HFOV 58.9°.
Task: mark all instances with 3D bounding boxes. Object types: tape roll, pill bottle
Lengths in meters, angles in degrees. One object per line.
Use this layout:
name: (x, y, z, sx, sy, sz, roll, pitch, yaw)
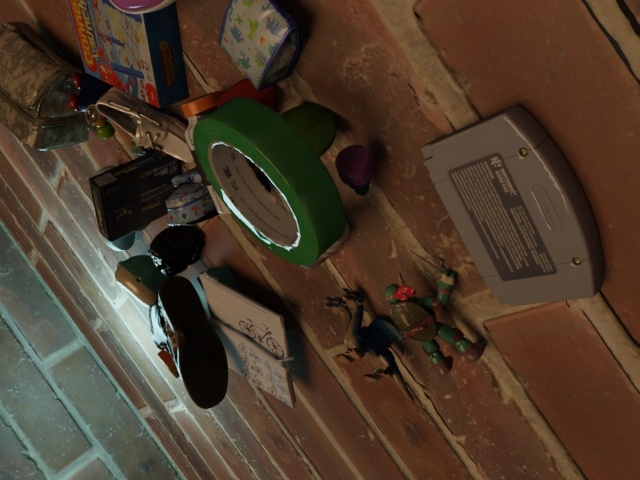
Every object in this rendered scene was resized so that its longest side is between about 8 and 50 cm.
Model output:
tape roll: (-0.096, -0.100, 1.026, 0.321, 0.077, 0.321, 39, 157, 20)
pill bottle: (0.000, 0.000, 1.180, 0.078, 0.078, 0.137, 51, 143, 4)
pill bottle: (-0.208, -0.190, 1.214, 0.130, 0.130, 0.245, 0, 119, 48)

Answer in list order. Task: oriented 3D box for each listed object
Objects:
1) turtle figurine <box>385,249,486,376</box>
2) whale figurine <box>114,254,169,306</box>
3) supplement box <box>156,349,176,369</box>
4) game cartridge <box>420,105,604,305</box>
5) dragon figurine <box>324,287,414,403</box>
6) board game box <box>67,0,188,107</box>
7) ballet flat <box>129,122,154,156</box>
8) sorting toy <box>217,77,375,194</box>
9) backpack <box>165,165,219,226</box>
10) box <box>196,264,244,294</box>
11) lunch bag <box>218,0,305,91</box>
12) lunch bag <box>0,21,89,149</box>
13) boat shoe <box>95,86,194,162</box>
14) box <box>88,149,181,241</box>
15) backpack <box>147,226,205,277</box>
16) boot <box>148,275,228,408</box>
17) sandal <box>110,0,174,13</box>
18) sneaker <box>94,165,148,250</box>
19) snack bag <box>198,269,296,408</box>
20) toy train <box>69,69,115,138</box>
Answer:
turtle figurine: (0.191, 0.140, 1.061, 0.234, 0.118, 0.175, 51, 144, -5)
whale figurine: (-0.581, 0.131, 1.906, 0.216, 0.141, 0.272, 41, 167, -1)
supplement box: (-0.530, 0.439, 2.067, 0.078, 0.080, 0.233, 45, 161, 12)
game cartridge: (0.292, -0.042, 0.849, 0.198, 0.062, 0.297, -19, 104, 48)
dragon figurine: (0.123, 0.223, 1.215, 0.289, 0.144, 0.085, 36, 142, -8)
board game box: (-0.444, -0.491, 1.269, 0.302, 0.086, 0.308, 28, 137, 30)
ballet flat: (-0.466, -0.304, 1.477, 0.070, 0.070, 0.188, 31, 140, 28)
sorting toy: (-0.040, -0.181, 1.082, 0.366, 0.127, 0.126, 34, 163, 28)
backpack: (-0.291, -0.106, 1.336, 0.158, 0.173, 0.116, 1, 119, 48)
box: (-0.254, 0.193, 1.628, 0.101, 0.060, 0.244, -12, 110, 51)
lunch bag: (-0.100, -0.363, 0.987, 0.129, 0.096, 0.151, 49, 153, 8)
lunch bag: (-0.808, -0.446, 1.620, 0.305, 0.213, 0.256, 39, 125, 18)
boat shoe: (-0.415, -0.262, 1.370, 0.277, 0.096, 0.098, 32, 137, 0)
box: (-0.469, -0.122, 1.469, 0.059, 0.233, 0.183, 39, 141, 25)
backpack: (-0.422, 0.029, 1.632, 0.115, 0.152, 0.182, 53, 156, 10)
boot: (-0.403, 0.304, 1.677, 0.284, 0.138, 0.377, -26, 87, 62)
sandal: (-0.262, -0.519, 0.962, 0.416, 0.102, 0.169, -13, 109, 35)
sneaker: (-0.598, -0.054, 1.757, 0.208, 0.127, 0.319, 34, 140, 27)
snack bag: (-0.200, 0.272, 1.552, 0.323, 0.037, 0.342, 24, 134, 33)
toy train: (-0.571, -0.317, 1.459, 0.143, 0.105, 0.248, 90, 171, -53)
